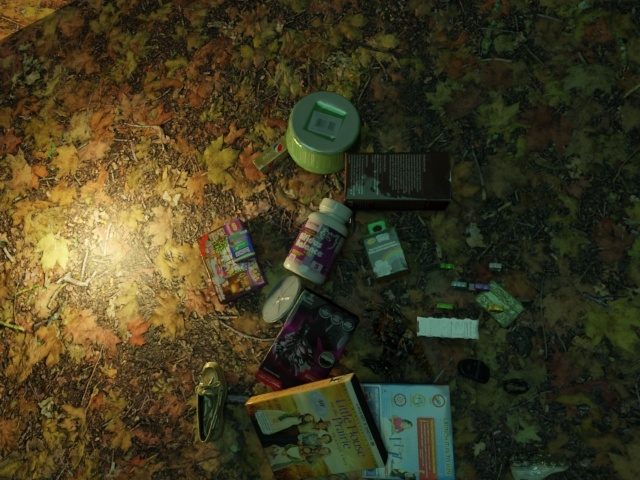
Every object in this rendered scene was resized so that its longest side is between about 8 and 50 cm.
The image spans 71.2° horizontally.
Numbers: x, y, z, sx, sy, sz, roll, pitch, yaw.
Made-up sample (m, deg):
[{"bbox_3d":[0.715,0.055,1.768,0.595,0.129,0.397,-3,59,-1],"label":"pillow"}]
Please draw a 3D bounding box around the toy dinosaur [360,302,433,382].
[{"bbox_3d":[0.266,0.359,1.549,0.322,0.164,0.218,31,57,16],"label":"toy dinosaur"}]

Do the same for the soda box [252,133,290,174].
[{"bbox_3d":[-0.187,-0.353,1.842,0.181,0.061,0.058,-37,74,3],"label":"soda box"}]

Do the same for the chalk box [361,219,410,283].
[{"bbox_3d":[0.234,0.034,1.639,0.132,0.132,0.213,-18,74,9],"label":"chalk box"}]

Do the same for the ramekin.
[{"bbox_3d":[0.015,-0.426,1.737,0.304,0.148,0.303,0,76,-2],"label":"ramekin"}]

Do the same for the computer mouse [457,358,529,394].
[{"bbox_3d":[0.586,0.468,1.527,0.242,0.041,0.071,20,66,10],"label":"computer mouse"}]

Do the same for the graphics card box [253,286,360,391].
[{"bbox_3d":[-0.048,0.381,1.602,0.233,0.094,0.370,31,90,0],"label":"graphics card box"}]

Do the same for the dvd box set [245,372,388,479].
[{"bbox_3d":[-0.020,0.636,1.502,0.421,0.062,0.307,-20,93,23],"label":"dvd box set"}]

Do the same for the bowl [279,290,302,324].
[{"bbox_3d":[-0.076,0.281,1.690,0.142,0.053,0.142,-45,73,-1],"label":"bowl"}]

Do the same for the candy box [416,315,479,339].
[{"bbox_3d":[0.428,0.296,1.524,0.196,0.165,0.070,0,80,11],"label":"candy box"}]

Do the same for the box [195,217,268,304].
[{"bbox_3d":[-0.356,0.083,1.788,0.201,0.057,0.293,-26,74,4],"label":"box"}]

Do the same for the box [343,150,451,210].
[{"bbox_3d":[0.280,-0.219,1.660,0.382,0.143,0.191,1,78,7],"label":"box"}]

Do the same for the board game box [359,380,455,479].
[{"bbox_3d":[0.290,0.641,1.521,0.302,0.086,0.308,-2,78,11],"label":"board game box"}]

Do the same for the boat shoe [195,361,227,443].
[{"bbox_3d":[-0.411,0.603,1.673,0.105,0.089,0.285,-8,77,11],"label":"boat shoe"}]

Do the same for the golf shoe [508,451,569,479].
[{"bbox_3d":[0.702,0.736,1.438,0.176,0.069,0.086,-5,97,14],"label":"golf shoe"}]

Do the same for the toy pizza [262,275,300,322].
[{"bbox_3d":[-0.141,0.222,1.673,0.032,0.201,0.201,41,88,-27],"label":"toy pizza"}]

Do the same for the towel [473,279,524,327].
[{"bbox_3d":[0.626,0.220,1.570,0.110,0.027,0.148,-46,74,-1],"label":"towel"}]

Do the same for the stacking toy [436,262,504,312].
[{"bbox_3d":[0.525,0.162,1.571,0.221,0.052,0.166,2,70,19],"label":"stacking toy"}]

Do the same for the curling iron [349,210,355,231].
[{"bbox_3d":[0.132,-0.169,1.751,0.068,0.035,0.273,2,79,12],"label":"curling iron"}]

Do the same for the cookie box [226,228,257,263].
[{"bbox_3d":[-0.306,0.024,1.739,0.092,0.040,0.107,-22,75,3],"label":"cookie box"}]

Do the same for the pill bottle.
[{"bbox_3d":[0.000,0.000,1.674,0.169,0.169,0.301,25,84,16],"label":"pill bottle"}]
